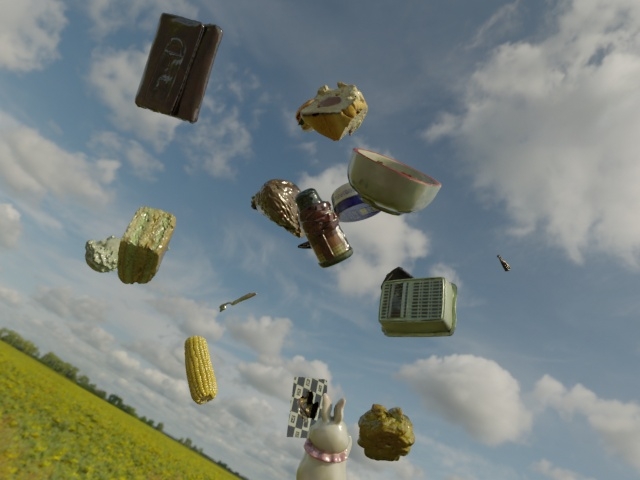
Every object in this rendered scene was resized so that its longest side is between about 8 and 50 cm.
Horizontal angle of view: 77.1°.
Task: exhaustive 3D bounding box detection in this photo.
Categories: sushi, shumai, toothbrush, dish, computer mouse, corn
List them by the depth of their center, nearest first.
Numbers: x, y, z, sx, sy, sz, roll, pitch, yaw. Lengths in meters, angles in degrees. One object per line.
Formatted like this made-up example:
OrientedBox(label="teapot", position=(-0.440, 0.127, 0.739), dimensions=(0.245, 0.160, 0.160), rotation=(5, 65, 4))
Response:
OrientedBox(label="dish", position=(0.183, -0.145, 1.070), dimensions=(0.256, 0.256, 0.117), rotation=(25, -71, 6))
OrientedBox(label="sushi", position=(-0.054, 0.547, 1.322), dimensions=(0.040, 0.193, 0.210), rotation=(-7, -25, 32))
OrientedBox(label="corn", position=(-0.428, 0.451, 1.419), dimensions=(0.093, 0.093, 0.244), rotation=(77, -13, -51))
OrientedBox(label="computer mouse", position=(0.435, 0.267, 1.968), dimensions=(0.295, 0.168, 0.087), rotation=(46, 13, 27))
OrientedBox(label="shumai", position=(-0.224, -0.145, 1.977), dimensions=(0.282, 0.217, 0.346), rotation=(-5, -39, 32))
OrientedBox(label="toothbrush", position=(-0.425, 0.310, 2.048), dimensions=(0.028, 0.037, 0.375), rotation=(13, -28, -38))

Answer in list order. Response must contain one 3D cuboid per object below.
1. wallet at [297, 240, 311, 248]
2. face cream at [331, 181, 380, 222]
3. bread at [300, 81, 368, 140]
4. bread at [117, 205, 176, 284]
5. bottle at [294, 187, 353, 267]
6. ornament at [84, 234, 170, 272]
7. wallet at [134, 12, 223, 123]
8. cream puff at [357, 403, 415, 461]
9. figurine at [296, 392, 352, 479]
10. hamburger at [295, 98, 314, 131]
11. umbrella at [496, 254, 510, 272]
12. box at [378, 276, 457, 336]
OrientedBox(label="wallet", position=(0.000, -0.001, 1.606), dimensions=(0.111, 0.165, 0.030), rotation=(1, -73, 53))
OrientedBox(label="face cream", position=(0.148, -0.160, 1.613), dimensions=(0.205, 0.111, 0.206), rotation=(-12, -15, -3))
OrientedBox(label="bread", position=(0.063, -0.511, 1.524), dimensions=(0.224, 0.184, 0.211), rotation=(37, -20, -2))
OrientedBox(label="bread", position=(-0.447, 0.019, 1.026), dimensions=(0.102, 0.138, 0.196), rotation=(22, -46, -16))
OrientedBox(label="bottle", position=(0.005, -0.050, 1.384), dimensions=(0.272, 0.143, 0.156), rotation=(64, -15, -4))
OrientedBox(label="ornament", position=(-0.704, 0.043, 1.478), dimensions=(0.284, 0.130, 0.120), rotation=(-9, -23, -23))
OrientedBox(label="wallet", position=(-0.329, -0.400, 0.927), dimensions=(0.181, 0.229, 0.049), rotation=(20, 4, 17))
OrientedBox(label="cream puff", position=(0.267, 0.787, 1.647), dimensions=(0.243, 0.196, 0.244), rotation=(3, -41, 3))
OrientedBox(label="figurine", position=(0.022, 0.504, 1.004), dimensions=(0.127, 0.236, 0.155), rotation=(8, -13, 25))
OrientedBox(label="hamburger", position=(-0.040, -0.573, 1.842), dimensions=(0.115, 0.162, 0.162), rotation=(54, -33, 1))
OrientedBox(label="umbrella", position=(0.685, 0.086, 1.499), dimensions=(0.083, 0.031, 0.020), rotation=(50, -16, -1))
OrientedBox(label="box", position=(0.368, 0.259, 1.528), dimensions=(0.290, 0.221, 0.166), rotation=(-8, -39, 32))
